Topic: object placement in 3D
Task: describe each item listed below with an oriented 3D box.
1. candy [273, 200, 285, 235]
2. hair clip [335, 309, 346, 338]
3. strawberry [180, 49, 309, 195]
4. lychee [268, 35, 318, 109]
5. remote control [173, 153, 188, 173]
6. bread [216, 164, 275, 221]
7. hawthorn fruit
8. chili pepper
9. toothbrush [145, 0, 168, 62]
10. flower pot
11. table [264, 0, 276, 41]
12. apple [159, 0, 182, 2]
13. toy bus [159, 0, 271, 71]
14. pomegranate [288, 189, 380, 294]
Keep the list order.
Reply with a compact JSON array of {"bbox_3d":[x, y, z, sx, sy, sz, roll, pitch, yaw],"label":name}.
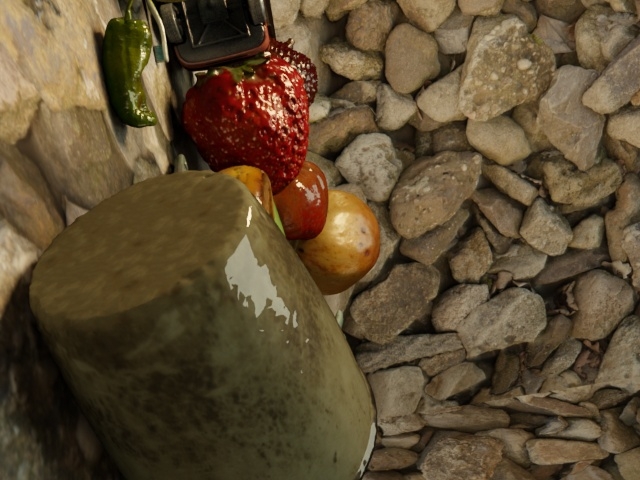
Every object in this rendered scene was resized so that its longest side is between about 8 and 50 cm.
[{"bbox_3d":[-0.151,-0.008,1.384,0.132,0.142,0.343,-112,-173,-54],"label":"candy"},{"bbox_3d":[-0.048,0.328,1.299,0.392,0.238,0.318,-91,173,-71],"label":"hair clip"},{"bbox_3d":[-0.140,-0.217,1.192,0.257,0.257,0.277,-83,158,-77],"label":"strawberry"},{"bbox_3d":[-0.149,-0.455,1.738,0.276,0.275,0.304,62,49,-77],"label":"lychee"},{"bbox_3d":[-0.236,-0.057,0.995,0.256,0.045,0.097,-100,-174,-54],"label":"remote control"},{"bbox_3d":[-0.152,0.066,1.093,0.328,0.148,0.337,-95,180,-46],"label":"bread"},{"bbox_3d":[-0.091,-0.125,1.808,0.262,0.258,0.258,50,22,-37],"label":"hawthorn fruit"},{"bbox_3d":[-0.272,-0.264,0.852,0.072,0.073,0.204,-157,-114,-74],"label":"chili pepper"},{"bbox_3d":[-0.311,-0.454,1.089,0.022,0.026,0.263,-138,-142,-87],"label":"toothbrush"},{"bbox_3d":[-0.122,0.117,0.629,0.293,0.293,0.330,-95,166,-53],"label":"flower pot"},{"bbox_3d":[-0.228,-0.662,1.794,0.172,0.169,0.193,64,14,-75],"label":"table"},{"bbox_3d":[-0.251,-0.489,0.984,0.200,0.200,0.200,-11,90,-86],"label":"apple"},{"bbox_3d":[-0.236,-0.559,1.214,0.233,0.203,0.427,-111,-172,-86],"label":"toy bus"},{"bbox_3d":[0.000,0.000,2.078,0.410,0.410,0.410,-11,90,-86],"label":"pomegranate"}]
